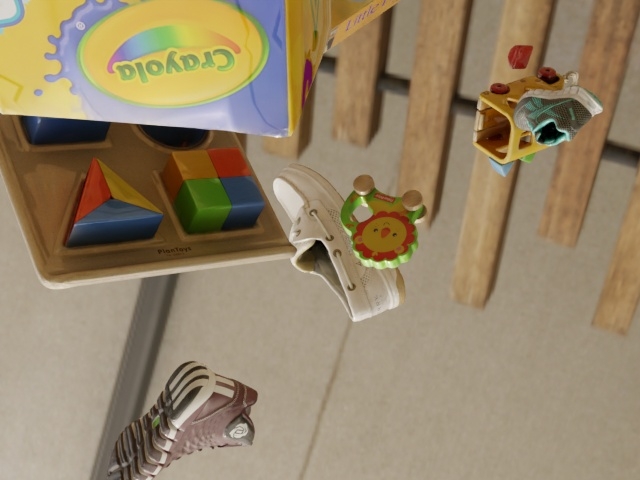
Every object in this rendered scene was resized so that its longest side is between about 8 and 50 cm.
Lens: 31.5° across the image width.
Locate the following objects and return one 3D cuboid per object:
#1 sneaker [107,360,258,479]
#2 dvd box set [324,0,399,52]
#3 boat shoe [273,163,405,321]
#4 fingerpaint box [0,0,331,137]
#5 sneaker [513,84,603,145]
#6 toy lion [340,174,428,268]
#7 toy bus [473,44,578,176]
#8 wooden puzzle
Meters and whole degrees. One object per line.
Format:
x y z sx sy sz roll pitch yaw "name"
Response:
-0.187 0.299 1.656 0.162 0.281 0.106 20 -143 -32 "sneaker"
0.006 -0.423 1.438 0.420 0.062 0.307 -37 -102 -23 "dvd box set"
0.000 0.000 1.508 0.096 0.098 0.277 -27 -130 -18 "boat shoe"
-0.221 -0.267 0.630 0.445 0.371 0.163 4 -146 9 "fingerpaint box"
0.303 -0.162 1.528 0.065 0.166 0.076 40 -105 -16 "sneaker"
0.063 -0.016 1.216 0.100 0.034 0.096 20 -116 29 "toy lion"
0.331 -0.188 1.723 0.202 0.191 0.104 -53 -131 6 "toy bus"
-0.223 -0.102 1.373 0.322 0.080 0.348 -7 -128 -33 "wooden puzzle"
